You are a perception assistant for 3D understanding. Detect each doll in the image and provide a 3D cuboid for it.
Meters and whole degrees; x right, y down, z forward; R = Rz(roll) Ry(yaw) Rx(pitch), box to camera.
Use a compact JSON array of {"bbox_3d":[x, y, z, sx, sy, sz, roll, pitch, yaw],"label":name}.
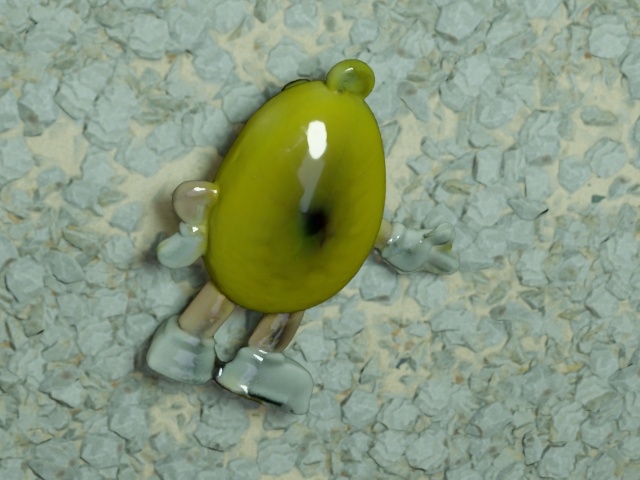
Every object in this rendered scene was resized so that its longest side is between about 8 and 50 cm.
[{"bbox_3d":[-0.031,0.020,1.861,0.423,0.161,0.348,-40,127,7],"label":"doll"}]
